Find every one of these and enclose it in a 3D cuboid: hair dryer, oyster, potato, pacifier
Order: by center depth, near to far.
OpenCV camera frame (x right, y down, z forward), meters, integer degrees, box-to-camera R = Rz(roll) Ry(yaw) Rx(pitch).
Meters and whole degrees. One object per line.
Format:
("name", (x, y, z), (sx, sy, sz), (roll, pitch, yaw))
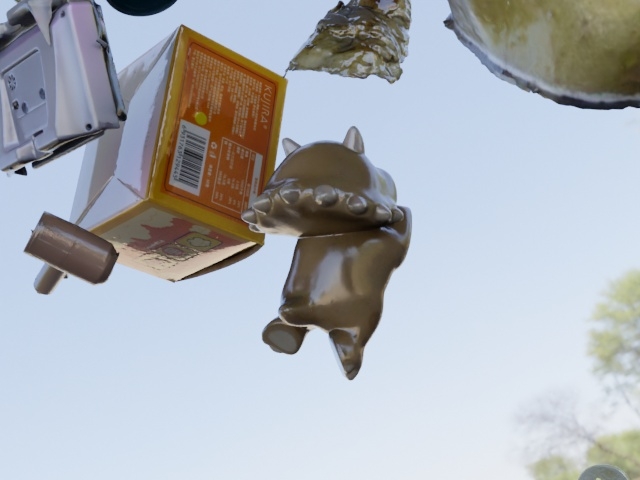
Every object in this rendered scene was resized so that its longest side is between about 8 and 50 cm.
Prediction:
("potato", (0.202, -0.241, 0.718), (0.247, 0.299, 0.196), (3, -49, 18))
("pacifier", (0.218, 0.209, 0.788), (0.064, 0.083, 0.068), (-16, -45, -48))
("oyster", (0.051, -0.266, 1.352), (0.233, 0.162, 0.107), (-44, -38, -50))
("hair dryer", (-0.354, 0.036, 1.448), (0.117, 0.064, 0.182), (28, -34, -15))

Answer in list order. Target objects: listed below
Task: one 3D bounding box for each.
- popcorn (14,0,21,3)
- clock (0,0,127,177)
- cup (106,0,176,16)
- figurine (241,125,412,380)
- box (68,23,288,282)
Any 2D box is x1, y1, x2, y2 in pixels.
("popcorn", (-0.502, -0.466, 1.710), (0.212, 0.198, 0.198), (37, -52, -21))
("clock", (-0.346, -0.194, 1.324), (0.083, 0.186, 0.253), (-12, -4, -44))
("cup", (-0.239, -0.402, 1.402), (0.131, 0.155, 0.176), (2, -35, -28))
("figurine", (-0.001, -0.004, 1.185), (0.173, 0.177, 0.247), (46, -112, -41))
("box", (-0.208, -0.117, 1.578), (0.214, 0.283, 0.260), (23, -27, -31))
